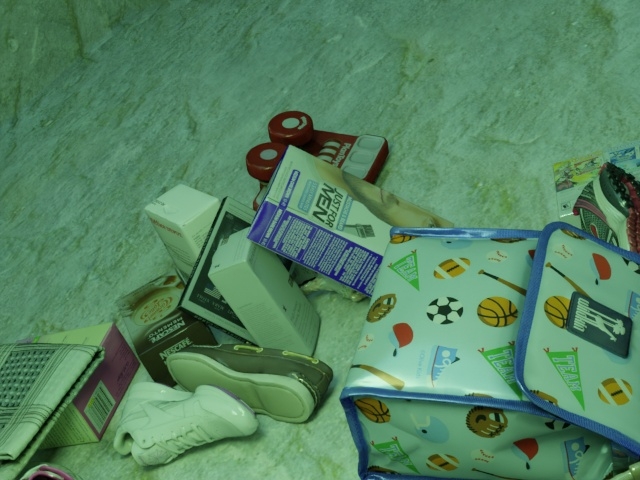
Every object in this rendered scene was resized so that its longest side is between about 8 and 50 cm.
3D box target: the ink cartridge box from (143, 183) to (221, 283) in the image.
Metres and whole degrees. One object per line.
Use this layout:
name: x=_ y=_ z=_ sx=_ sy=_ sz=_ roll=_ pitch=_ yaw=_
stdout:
ink cartridge box: x=-0.228 y=0.019 z=2.221 sx=0.100 sy=0.237 sz=0.172 roll=-38 pitch=31 yaw=-20

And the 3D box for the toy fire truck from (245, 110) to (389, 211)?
toy fire truck: x=-0.009 y=-0.141 z=2.408 sx=0.254 sy=0.169 sz=0.302 roll=9 pitch=42 yaw=19

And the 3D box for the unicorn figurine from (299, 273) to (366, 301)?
unicorn figurine: x=0.031 y=0.075 z=2.104 sx=0.111 sy=0.060 sz=0.162 roll=-42 pitch=32 yaw=-27

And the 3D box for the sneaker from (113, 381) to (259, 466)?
sneaker: x=-0.228 y=0.323 z=1.893 sx=0.305 sy=0.114 sz=0.152 roll=-5 pitch=49 yaw=41

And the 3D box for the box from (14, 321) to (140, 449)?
box: x=-0.505 y=0.284 z=2.141 sx=0.243 sy=0.117 sz=0.213 roll=-11 pitch=33 yaw=24

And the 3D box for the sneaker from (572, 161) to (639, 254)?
sneaker: x=0.494 y=0.007 z=1.812 sx=0.112 sy=0.121 sz=0.299 roll=-51 pitch=26 yaw=32

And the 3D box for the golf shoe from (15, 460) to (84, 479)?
golf shoe: x=-0.452 y=0.414 z=1.866 sx=0.115 sy=0.140 sz=0.306 roll=-43 pitch=32 yaw=-24

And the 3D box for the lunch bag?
lunch bag: x=0.253 y=0.150 z=1.479 sx=0.385 sy=0.239 sz=0.328 roll=3 pitch=46 yaw=19

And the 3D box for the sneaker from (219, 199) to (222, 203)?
sneaker: x=-0.310 y=-0.031 z=2.518 sx=0.256 sy=0.094 sz=0.151 roll=8 pitch=47 yaw=47

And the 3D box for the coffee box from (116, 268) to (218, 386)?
coffee box: x=-0.295 y=0.169 z=2.175 sx=0.141 sy=0.098 sz=0.246 roll=-31 pitch=29 yaw=-7

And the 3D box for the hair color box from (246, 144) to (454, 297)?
hair color box: x=0.058 y=-0.017 z=1.976 sx=0.110 sy=0.339 sz=0.185 roll=-59 pitch=8 yaw=37

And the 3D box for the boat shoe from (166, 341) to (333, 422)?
boat shoe: x=-0.125 y=0.229 z=1.931 sx=0.324 sy=0.116 sz=0.097 roll=6 pitch=37 yaw=38

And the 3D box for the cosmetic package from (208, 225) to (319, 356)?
cosmetic package: x=-0.097 y=0.100 z=1.986 sx=0.085 sy=0.231 sz=0.117 roll=-22 pitch=29 yaw=21

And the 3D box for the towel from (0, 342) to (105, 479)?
towel: x=-0.580 y=0.301 z=2.001 sx=0.312 sy=0.056 sz=0.324 roll=-2 pitch=42 yaw=35

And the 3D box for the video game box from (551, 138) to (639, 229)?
video game box: x=0.525 y=-0.103 z=2.011 sx=0.205 sy=0.048 sz=0.187 roll=-16 pitch=33 yaw=18

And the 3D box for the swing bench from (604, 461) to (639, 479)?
swing bench: x=0.306 y=0.416 z=1.235 sx=0.253 sy=0.165 sz=0.255 roll=-25 pitch=24 yaw=4

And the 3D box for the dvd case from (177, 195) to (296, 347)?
dvd case: x=-0.144 y=0.060 z=2.090 sx=0.029 sy=0.179 sz=0.239 roll=-30 pitch=35 yaw=59

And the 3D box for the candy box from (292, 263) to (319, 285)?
candy box: x=0.000 y=0.000 z=2.239 sx=0.233 sy=0.071 sz=0.159 roll=-23 pitch=30 yaw=7
